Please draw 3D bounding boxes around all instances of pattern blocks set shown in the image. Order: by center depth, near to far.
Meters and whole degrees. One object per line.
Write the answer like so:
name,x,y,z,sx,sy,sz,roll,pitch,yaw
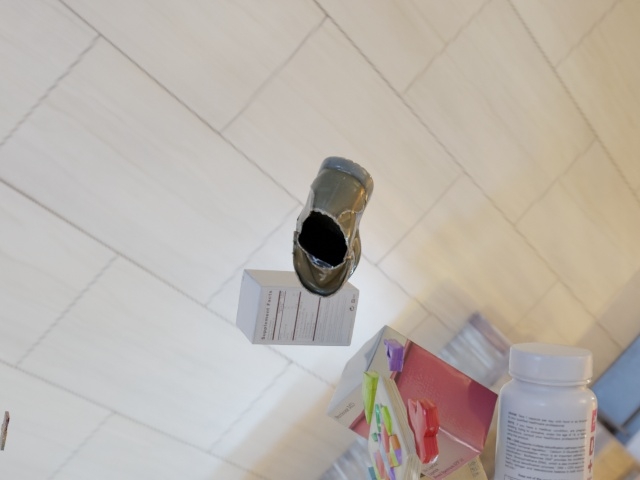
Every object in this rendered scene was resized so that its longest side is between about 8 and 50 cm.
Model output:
pattern blocks set,0.097,0.283,1.305,0.026,0.285,0.324,-6,118,-11

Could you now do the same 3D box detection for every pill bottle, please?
pill bottle,0.376,0.320,1.640,0.160,0.160,0.283,0,95,-36

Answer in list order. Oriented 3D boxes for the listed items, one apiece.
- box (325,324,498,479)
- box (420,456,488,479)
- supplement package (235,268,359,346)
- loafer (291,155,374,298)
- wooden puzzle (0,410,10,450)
box,0.152,0.273,1.637,0.232,0.126,0.148,32,138,-6
box,0.227,0.461,1.791,0.164,0.021,0.201,-26,134,-1
supplement package,-0.040,0.114,1.673,0.179,0.105,0.105,4,104,-22
loafer,0.000,0.000,1.218,0.087,0.094,0.251,-58,166,-34
wooden puzzle,-0.485,0.292,1.512,0.006,0.083,0.049,11,92,-20
